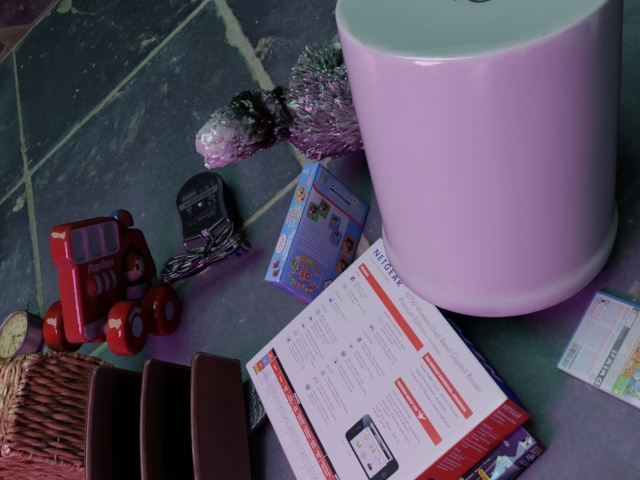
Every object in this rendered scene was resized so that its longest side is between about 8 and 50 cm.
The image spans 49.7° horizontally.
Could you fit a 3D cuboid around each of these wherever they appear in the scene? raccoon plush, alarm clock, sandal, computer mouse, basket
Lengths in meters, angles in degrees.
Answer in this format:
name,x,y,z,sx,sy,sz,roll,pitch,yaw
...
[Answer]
name,x,y,z,sx,sy,sz,roll,pitch,yaw
raccoon plush,0.061,-0.184,1.138,0.446,0.216,0.299,-41,39,-24
alarm clock,-0.718,0.249,1.656,0.129,0.064,0.192,-39,45,14
sandal,-0.104,0.275,1.174,0.254,0.054,0.097,-37,55,4
computer mouse,-0.234,-0.031,1.416,0.188,0.072,0.272,-26,44,13
basket,-0.500,0.328,1.274,0.223,0.299,0.214,-17,55,30

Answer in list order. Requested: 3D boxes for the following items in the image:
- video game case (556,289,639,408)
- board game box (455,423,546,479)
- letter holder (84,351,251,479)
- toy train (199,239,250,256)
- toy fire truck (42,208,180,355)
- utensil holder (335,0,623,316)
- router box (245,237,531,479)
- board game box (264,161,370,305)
name,x,y,z,sx,sy,sz,roll,pitch,yaw
video game case,0.398,0.144,0.869,0.166,0.015,0.119,25,82,44
board game box,0.194,0.265,0.939,0.141,0.048,0.170,-49,46,6
letter holder,-0.229,0.330,1.049,0.151,0.214,0.302,-20,64,24
toy train,-0.207,0.023,1.408,0.158,0.027,0.036,-12,62,33
toy fire truck,-0.398,0.073,1.325,0.169,0.302,0.254,0,99,15
utensil holder,0.208,-0.148,0.865,0.327,0.386,0.328,-9,45,10
router box,0.073,0.209,0.978,0.301,0.082,0.335,-43,44,10
board game box,0.000,0.000,1.166,0.039,0.160,0.212,2,67,40
